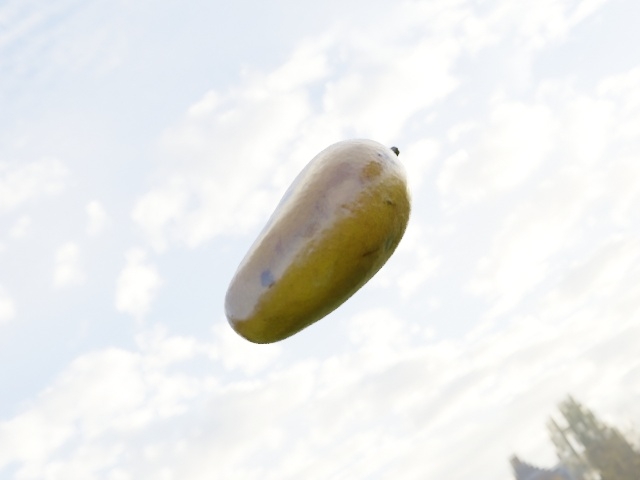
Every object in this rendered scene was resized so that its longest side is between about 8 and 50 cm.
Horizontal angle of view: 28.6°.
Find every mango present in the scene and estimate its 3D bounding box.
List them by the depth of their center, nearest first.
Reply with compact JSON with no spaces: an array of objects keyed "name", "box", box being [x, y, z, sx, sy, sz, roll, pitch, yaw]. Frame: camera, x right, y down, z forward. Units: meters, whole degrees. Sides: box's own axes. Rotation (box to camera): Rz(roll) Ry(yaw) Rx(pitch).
[{"name":"mango","box":[0.002,-0.002,0.900,0.178,0.090,0.115,-50,10,-33]}]
